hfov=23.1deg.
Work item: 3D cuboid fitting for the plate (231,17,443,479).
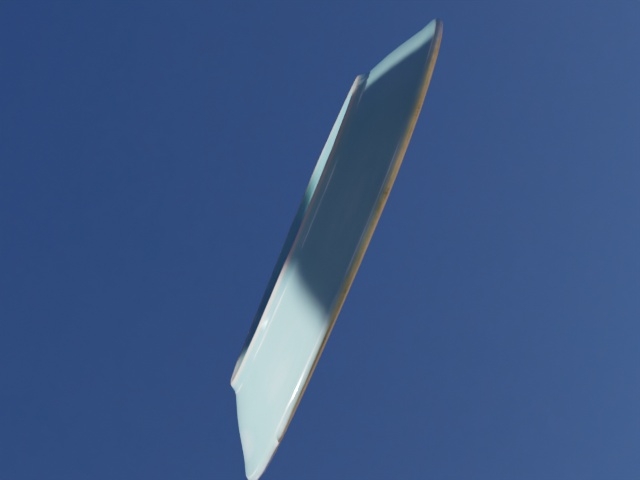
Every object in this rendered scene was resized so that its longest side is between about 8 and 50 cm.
[{"bbox_3d":[0.000,0.000,0.591,0.188,0.024,0.188,-157,90,-87],"label":"plate"}]
